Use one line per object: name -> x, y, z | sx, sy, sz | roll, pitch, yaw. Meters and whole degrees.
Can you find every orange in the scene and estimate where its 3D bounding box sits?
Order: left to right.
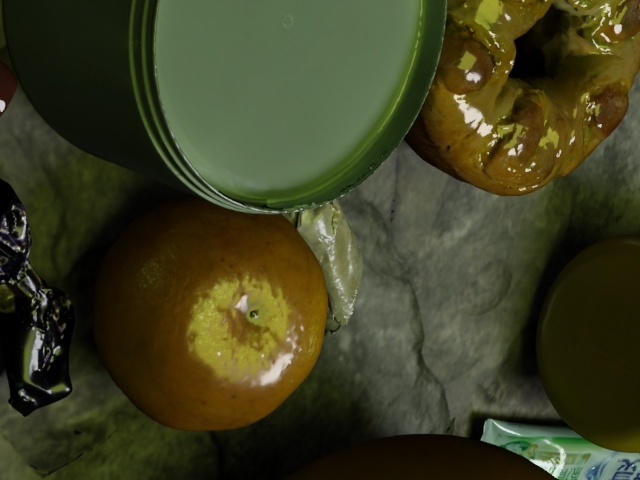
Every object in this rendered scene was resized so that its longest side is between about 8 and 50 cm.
orange -> -0.073, 0.046, 1.025 | 0.154, 0.134, 0.155 | 2, 85, -27

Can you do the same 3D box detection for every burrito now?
burrito -> 0.000, 0.000, 1.126 | 0.055, 0.041, 0.149 | -31, 128, -14

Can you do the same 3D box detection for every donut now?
donut -> 0.138, -0.144, 1.147 | 0.226, 0.114, 0.227 | -15, 114, -38

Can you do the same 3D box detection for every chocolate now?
chocolate -> -0.189, 0.033, 0.967 | 0.072, 0.070, 0.147 | -45, 141, -33

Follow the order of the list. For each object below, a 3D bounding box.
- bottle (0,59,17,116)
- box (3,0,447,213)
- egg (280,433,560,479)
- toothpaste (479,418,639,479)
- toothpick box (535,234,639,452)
bottle -> -0.249, -0.137, 0.813 | 0.245, 0.104, 0.104 | 41, 77, -42
box -> -0.053, -0.138, 0.956 | 0.226, 0.149, 0.226 | -16, 115, -38
egg -> 0.053, 0.282, 1.104 | 0.351, 0.282, 0.283 | -24, 119, -32
toothpaste -> 0.239, 0.191, 1.405 | 0.297, 0.048, 0.075 | 6, 104, -39
toothpick box -> 0.325, 0.091, 1.357 | 0.271, 0.175, 0.175 | 7, 100, -45
